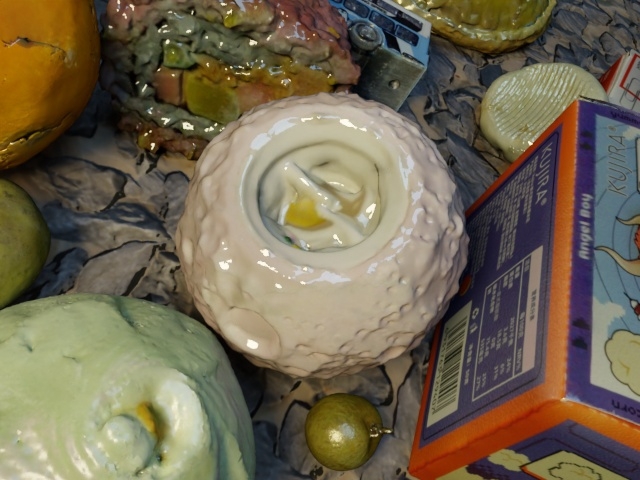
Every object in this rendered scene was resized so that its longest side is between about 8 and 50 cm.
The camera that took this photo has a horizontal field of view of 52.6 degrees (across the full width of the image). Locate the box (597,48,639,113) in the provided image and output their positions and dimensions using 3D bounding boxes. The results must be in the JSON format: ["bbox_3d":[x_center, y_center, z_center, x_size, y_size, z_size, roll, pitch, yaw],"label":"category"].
[{"bbox_3d":[0.485,-0.194,1.016,0.133,0.099,0.182,39,52,2],"label":"box"}]

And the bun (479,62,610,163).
[{"bbox_3d":[0.315,-0.165,0.921,0.183,0.102,0.184,-9,53,12],"label":"bun"}]

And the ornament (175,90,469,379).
[{"bbox_3d":[0.000,0.000,0.590,0.259,0.225,0.260,0,70,1],"label":"ornament"}]

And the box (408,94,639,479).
[{"bbox_3d":[0.307,0.102,0.649,0.318,0.257,0.349,25,53,-6],"label":"box"}]

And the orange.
[{"bbox_3d":[-0.316,-0.175,0.554,0.245,0.246,0.246,12,55,-17],"label":"orange"}]

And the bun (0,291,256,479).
[{"bbox_3d":[-0.171,0.150,0.452,0.283,0.179,0.284,10,57,-15],"label":"bun"}]

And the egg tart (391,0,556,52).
[{"bbox_3d":[0.237,-0.486,1.062,0.387,0.169,0.388,9,61,-16],"label":"egg tart"}]

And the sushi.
[{"bbox_3d":[-0.088,-0.207,0.691,0.269,0.237,0.171,18,44,-12],"label":"sushi"}]

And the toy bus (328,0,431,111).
[{"bbox_3d":[0.000,-0.294,0.864,0.297,0.106,0.131,27,50,-8],"label":"toy bus"}]

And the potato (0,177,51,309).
[{"bbox_3d":[-0.337,0.017,0.509,0.251,0.113,0.149,-15,60,-40],"label":"potato"}]

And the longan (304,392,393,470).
[{"bbox_3d":[0.026,0.173,0.587,0.075,0.083,0.075,23,63,-54],"label":"longan"}]
